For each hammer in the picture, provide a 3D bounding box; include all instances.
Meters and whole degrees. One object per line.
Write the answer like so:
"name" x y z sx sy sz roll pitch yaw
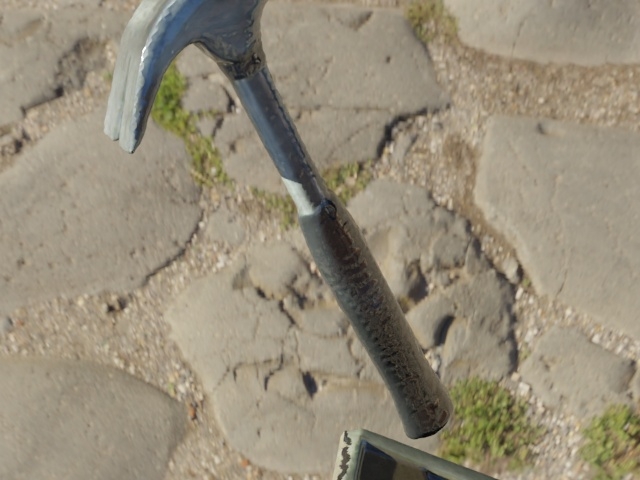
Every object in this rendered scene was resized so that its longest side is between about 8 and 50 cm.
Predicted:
"hammer" 0.000 0.000 0.436 0.103 0.246 0.029 -35 34 -13

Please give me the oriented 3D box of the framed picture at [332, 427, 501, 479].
"framed picture" 0.088 0.237 0.531 0.213 0.016 0.289 21 40 -5
